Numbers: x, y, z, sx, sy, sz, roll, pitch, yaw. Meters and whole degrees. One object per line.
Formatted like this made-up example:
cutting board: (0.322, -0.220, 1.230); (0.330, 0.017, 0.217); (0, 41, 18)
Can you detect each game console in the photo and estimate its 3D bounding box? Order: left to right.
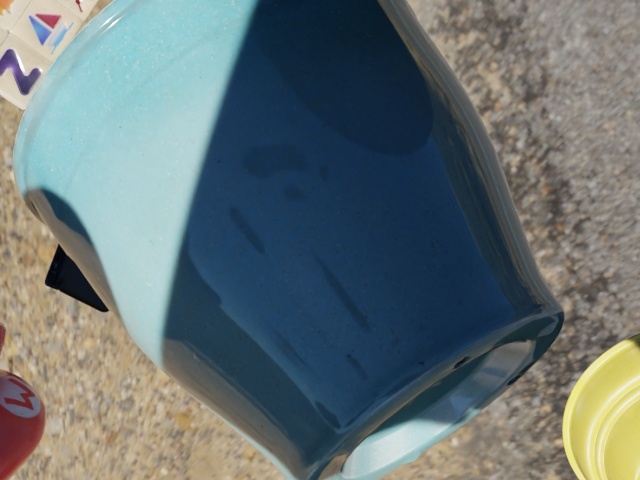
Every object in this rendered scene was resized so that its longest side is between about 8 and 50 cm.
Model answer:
game console: (-0.192, -0.006, 1.002); (0.071, 0.107, 0.122); (21, 91, -1)

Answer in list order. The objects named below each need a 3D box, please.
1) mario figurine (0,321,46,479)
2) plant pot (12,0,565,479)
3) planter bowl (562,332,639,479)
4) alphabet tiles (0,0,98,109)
mario figurine: (-0.293, 0.037, 0.589); (0.320, 0.170, 0.198); (25, 68, -16)
plant pot: (0.000, 0.000, 0.665); (0.271, 0.272, 0.255); (-28, 67, -20)
planter bowl: (0.317, 0.184, 0.938); (0.217, 0.217, 0.090); (23, 28, -5)
alphabet tiles: (-0.263, -0.178, 0.761); (0.198, 0.009, 0.237); (36, 74, -27)
